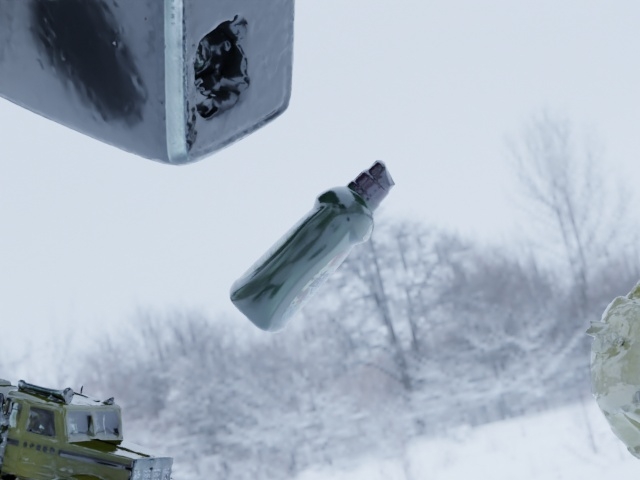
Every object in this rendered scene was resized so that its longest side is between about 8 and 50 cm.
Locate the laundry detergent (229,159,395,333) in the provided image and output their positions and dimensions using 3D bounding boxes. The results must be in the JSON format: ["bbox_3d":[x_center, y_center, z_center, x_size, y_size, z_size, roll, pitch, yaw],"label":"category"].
[{"bbox_3d":[0.000,0.000,1.393,0.221,0.078,0.144,-48,-6,5],"label":"laundry detergent"}]

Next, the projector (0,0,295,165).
[{"bbox_3d":[-0.242,-0.341,1.517,0.405,0.395,0.242,23,38,29],"label":"projector"}]

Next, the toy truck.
[{"bbox_3d":[-0.222,0.158,0.940,0.257,0.127,0.127,13,-1,29],"label":"toy truck"}]

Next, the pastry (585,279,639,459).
[{"bbox_3d":[0.283,0.095,0.964,0.166,0.165,0.088,-11,-5,-19],"label":"pastry"}]
